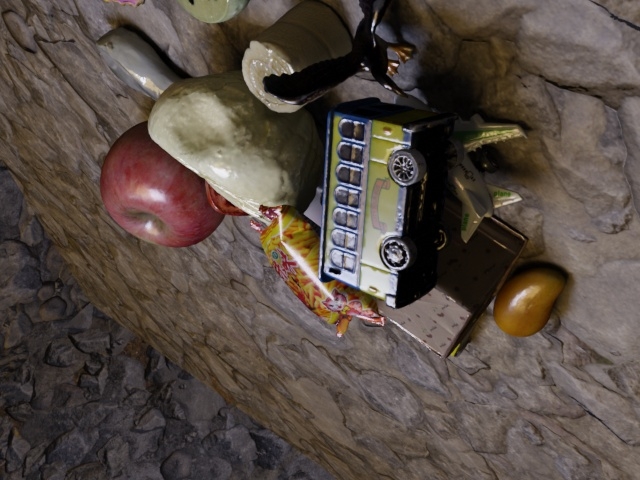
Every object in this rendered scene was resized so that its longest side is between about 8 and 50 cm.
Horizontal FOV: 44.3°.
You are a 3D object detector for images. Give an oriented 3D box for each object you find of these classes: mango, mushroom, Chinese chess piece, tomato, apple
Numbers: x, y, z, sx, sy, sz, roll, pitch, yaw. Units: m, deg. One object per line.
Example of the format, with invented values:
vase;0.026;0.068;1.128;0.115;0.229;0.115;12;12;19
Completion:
mango;0.369;0.110;1.405;0.102;0.084;0.184;27;146;6
mushroom;-0.358;-0.355;1.746;0.351;0.097;0.109;38;156;4
Chinese chess piece;-0.201;-0.469;1.361;0.188;0.083;0.188;34;150;23
tomato;-0.182;-0.141;1.742;0.082;0.167;0.174;-177;83;-65
apple;-0.362;-0.143;1.893;0.345;0.269;0.344;16;151;9

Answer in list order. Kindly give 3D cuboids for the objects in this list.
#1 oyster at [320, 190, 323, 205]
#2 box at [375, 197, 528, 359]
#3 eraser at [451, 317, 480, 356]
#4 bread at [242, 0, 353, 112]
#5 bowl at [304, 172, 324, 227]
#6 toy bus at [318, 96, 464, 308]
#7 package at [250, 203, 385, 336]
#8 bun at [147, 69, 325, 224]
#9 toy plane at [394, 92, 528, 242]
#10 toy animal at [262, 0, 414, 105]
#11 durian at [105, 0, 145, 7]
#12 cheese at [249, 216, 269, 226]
oyster;0.043;-0.094;1.501;0.081;0.163;0.191;8;165;27
box;0.179;0.030;1.441;0.297;0.190;0.225;37;154;15
eraser;0.226;0.136;1.665;0.226;0.069;0.158;35;155;17
bread;-0.038;-0.301;1.309;0.134;0.141;0.148;39;154;12
bowl;0.000;0.000;1.701;0.287;0.144;0.287;33;151;21
toy bus;0.101;-0.059;1.196;0.175;0.138;0.287;18;115;33
package;-0.009;0.046;1.406;0.288;0.108;0.223;52;160;-2
bun;-0.145;-0.195;1.509;0.349;0.227;0.352;35;175;-4
toy plane;0.200;-0.131;1.249;0.251;0.101;0.255;-40;78;28
toy animal;0.083;-0.282;1.165;0.197;0.160;0.272;43;117;16
durian;-0.361;-0.528;1.401;0.154;0.186;0.260;16;157;-13
cheese;-0.143;-0.118;1.832;0.127;0.050;0.235;15;136;41
